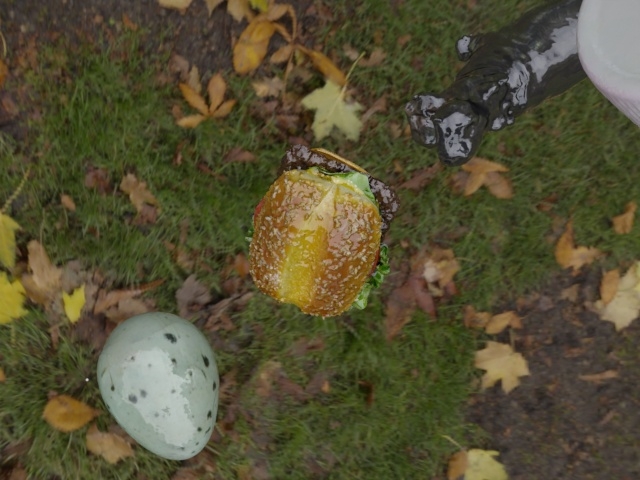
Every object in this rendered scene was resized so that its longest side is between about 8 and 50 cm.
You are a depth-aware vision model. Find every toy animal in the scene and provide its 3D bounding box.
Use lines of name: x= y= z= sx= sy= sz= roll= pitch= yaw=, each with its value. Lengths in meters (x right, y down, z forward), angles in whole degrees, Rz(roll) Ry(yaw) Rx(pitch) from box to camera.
toy animal: x=0.216 y=-0.190 z=1.038 sx=0.343 sy=0.168 sz=0.106 roll=-38 pitch=115 yaw=-24

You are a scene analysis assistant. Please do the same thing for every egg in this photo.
egg: x=-0.174 y=0.158 z=0.968 sx=0.131 sy=0.131 sz=0.164 roll=-11 pitch=76 yaw=-16

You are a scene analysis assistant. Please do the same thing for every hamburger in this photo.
hamburger: x=0.000 y=0.000 z=0.804 sx=0.137 sy=0.166 sz=0.087 roll=24 pitch=44 yaw=1

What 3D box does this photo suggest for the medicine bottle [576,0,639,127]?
medicine bottle: x=0.286 y=-0.077 z=0.512 sx=0.273 sy=0.165 sz=0.165 roll=30 pitch=74 yaw=-31
